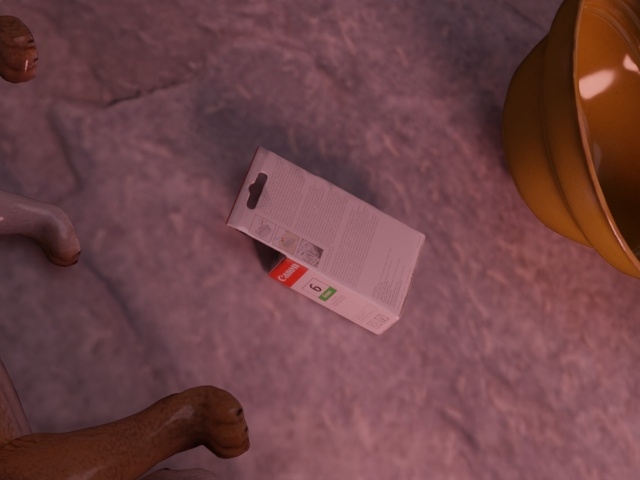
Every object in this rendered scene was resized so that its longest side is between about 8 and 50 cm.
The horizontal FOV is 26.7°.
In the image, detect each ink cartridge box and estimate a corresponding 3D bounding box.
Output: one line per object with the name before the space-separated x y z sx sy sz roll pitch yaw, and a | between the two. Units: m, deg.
ink cartridge box | 0.000 0.000 0.782 0.115 0.029 0.063 28 56 -11

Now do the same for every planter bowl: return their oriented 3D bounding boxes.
planter bowl | 0.177 -0.067 0.854 0.217 0.090 0.217 14 71 -48

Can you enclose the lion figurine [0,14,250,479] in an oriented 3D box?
lion figurine | -0.185 0.070 0.601 0.240 0.142 0.392 -22 63 -27
